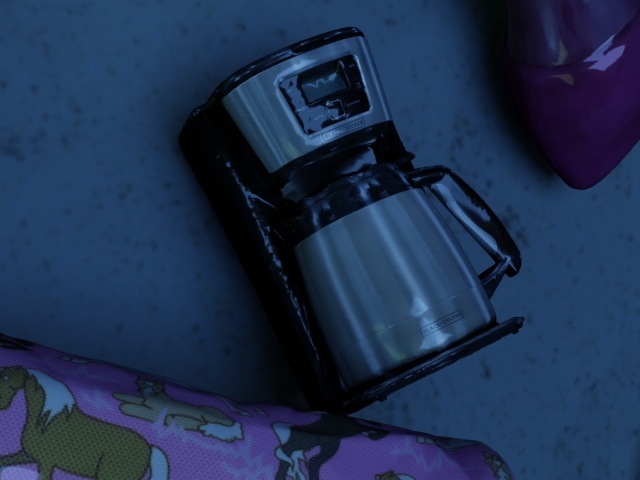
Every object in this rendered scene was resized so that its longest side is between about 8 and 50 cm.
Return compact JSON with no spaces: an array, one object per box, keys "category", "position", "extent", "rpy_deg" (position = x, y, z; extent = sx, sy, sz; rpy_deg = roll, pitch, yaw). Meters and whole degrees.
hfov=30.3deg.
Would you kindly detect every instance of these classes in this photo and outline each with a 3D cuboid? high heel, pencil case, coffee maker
[{"category":"high heel","position":[0.252,-0.199,0.758],"extent":[0.377,0.127,0.181],"rpy_deg":[-34,128,-19]},{"category":"pencil case","position":[-0.102,0.129,0.528],"extent":[0.386,0.167,0.160],"rpy_deg":[13,90,-7]},{"category":"coffee maker","position":[0.000,0.000,0.629],"extent":[0.120,0.171,0.178],"rpy_deg":[-19,80,-44]}]
